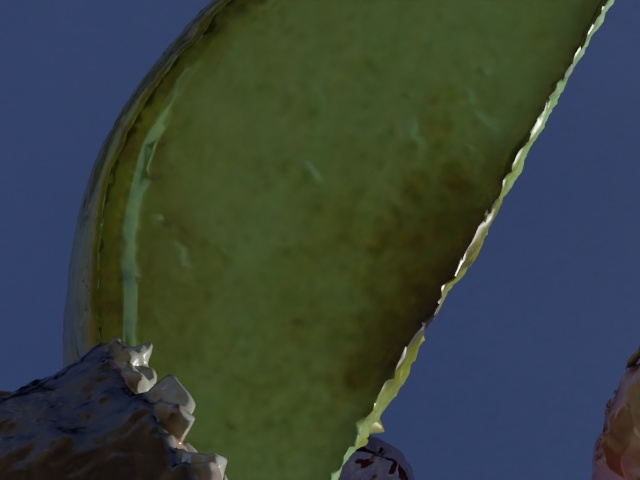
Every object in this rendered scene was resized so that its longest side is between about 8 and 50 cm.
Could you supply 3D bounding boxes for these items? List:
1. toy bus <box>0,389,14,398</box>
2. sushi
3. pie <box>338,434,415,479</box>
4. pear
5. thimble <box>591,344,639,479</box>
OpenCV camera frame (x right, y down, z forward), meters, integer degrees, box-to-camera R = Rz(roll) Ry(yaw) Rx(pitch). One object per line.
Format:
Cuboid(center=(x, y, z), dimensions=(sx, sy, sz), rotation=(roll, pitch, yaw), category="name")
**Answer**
Cuboid(center=(-0.268, 0.225, 1.351), dimensions=(0.116, 0.133, 0.234), rotation=(1, -92, 24), category="toy bus")
Cuboid(center=(-0.047, 0.092, 0.491), dimensions=(0.150, 0.078, 0.090), rotation=(50, -18, 49), category="sushi")
Cuboid(center=(-0.015, 0.158, 0.998), dimensions=(0.154, 0.154, 0.036), rotation=(-61, -139, 19), category="pie")
Cuboid(center=(-0.005, 0.001, 0.736), dimensions=(0.139, 0.239, 0.288), rotation=(29, -101, 10), category="pear")
Cuboid(center=(0.268, 0.104, 0.969), dimensions=(0.162, 0.239, 0.239), rotation=(43, -67, 30), category="thimble")
